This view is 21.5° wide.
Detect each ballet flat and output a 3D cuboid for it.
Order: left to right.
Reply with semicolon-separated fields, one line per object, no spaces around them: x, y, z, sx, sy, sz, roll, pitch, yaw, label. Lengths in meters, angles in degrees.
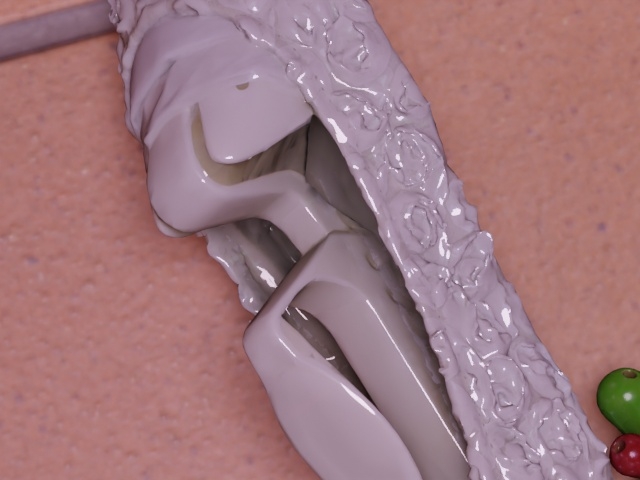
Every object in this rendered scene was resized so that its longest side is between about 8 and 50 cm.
0.000;0.000;0.793;0.147;0.147;0.409;-32;81;-7;ballet flat

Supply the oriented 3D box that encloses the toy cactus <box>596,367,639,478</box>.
0.223;0.149;0.811;0.219;0.112;0.180;26;88;-5;toy cactus
